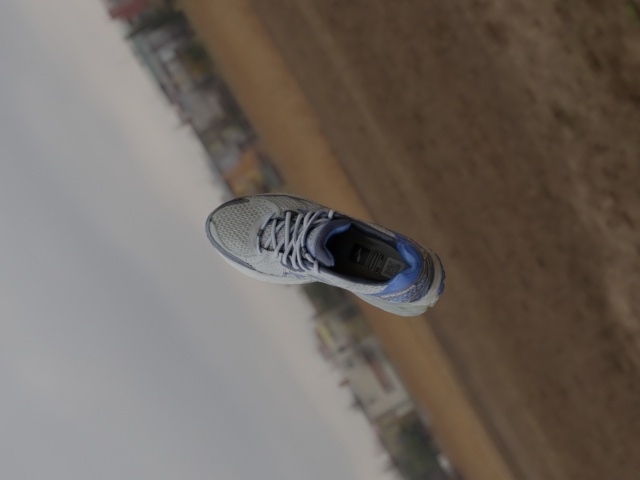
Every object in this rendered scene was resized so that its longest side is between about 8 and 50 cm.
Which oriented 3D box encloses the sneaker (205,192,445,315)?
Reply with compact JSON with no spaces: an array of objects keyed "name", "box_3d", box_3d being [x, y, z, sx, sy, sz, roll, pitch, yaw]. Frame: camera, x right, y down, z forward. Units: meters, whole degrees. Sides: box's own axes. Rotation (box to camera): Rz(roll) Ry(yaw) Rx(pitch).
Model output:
[{"name":"sneaker","box_3d":[0.000,0.000,1.046,0.135,0.052,0.058,13,170,14]}]
